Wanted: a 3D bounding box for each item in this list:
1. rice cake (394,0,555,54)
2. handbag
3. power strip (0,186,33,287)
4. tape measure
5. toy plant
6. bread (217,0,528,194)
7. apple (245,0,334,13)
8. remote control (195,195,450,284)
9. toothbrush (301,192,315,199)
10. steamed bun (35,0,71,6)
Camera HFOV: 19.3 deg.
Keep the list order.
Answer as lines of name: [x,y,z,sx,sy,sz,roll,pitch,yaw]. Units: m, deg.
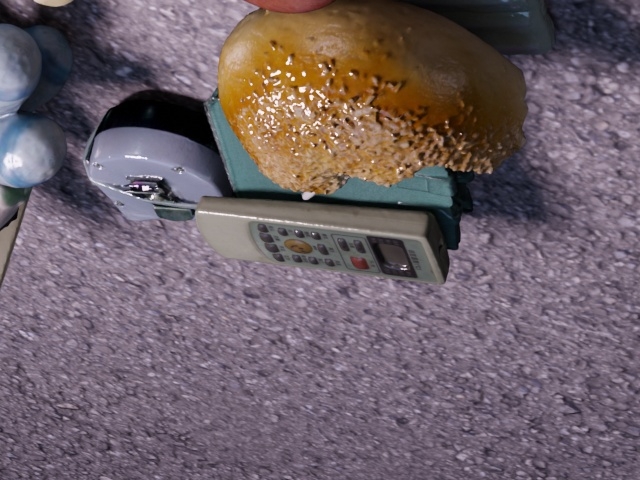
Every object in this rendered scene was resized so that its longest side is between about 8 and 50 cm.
rice cake: [0.107,-0.229,1.841,0.237,0.043,0.127,5,153,20]
handbag: [0.028,-0.108,2.064,0.274,0.100,0.268,5,148,17]
power strip: [-0.413,-0.010,2.290,0.070,0.256,0.105,27,152,-24]
tape measure: [-0.183,-0.088,2.195,0.182,0.107,0.181,1,157,30]
toy plant: [-0.388,-0.145,2.068,0.247,0.247,0.332,23,148,-16]
bread: [0.033,-0.146,1.805,0.314,0.171,0.192,8,158,20]
apple: [-0.034,-0.280,1.699,0.153,0.120,0.153,12,115,28]
remote control: [0.000,0.000,2.121,0.285,0.038,0.123,6,152,16]
toothbrush: [0.028,-0.089,1.979,0.022,0.017,0.204,42,144,-7]
steamed bun: [-0.185,-0.339,1.541,0.203,0.276,0.289,-14,164,7]
